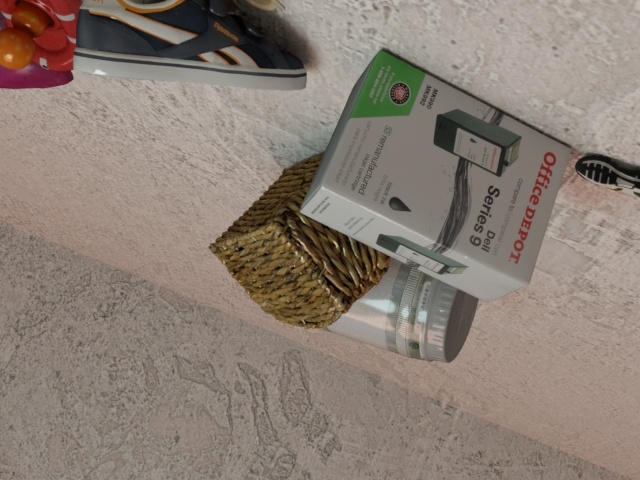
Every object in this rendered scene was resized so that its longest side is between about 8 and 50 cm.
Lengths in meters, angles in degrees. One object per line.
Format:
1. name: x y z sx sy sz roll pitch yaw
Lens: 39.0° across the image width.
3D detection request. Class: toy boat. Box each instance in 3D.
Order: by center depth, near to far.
1. toy boat: -0.418 -0.311 1.297 0.151 0.151 0.231 21 162 9

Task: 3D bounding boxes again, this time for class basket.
1. basket: 0.000 0.000 1.473 0.213 0.223 0.299 50 154 -13

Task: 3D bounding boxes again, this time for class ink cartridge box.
1. ink cartridge box: 0.151 -0.078 1.165 0.289 0.211 0.121 25 161 -8

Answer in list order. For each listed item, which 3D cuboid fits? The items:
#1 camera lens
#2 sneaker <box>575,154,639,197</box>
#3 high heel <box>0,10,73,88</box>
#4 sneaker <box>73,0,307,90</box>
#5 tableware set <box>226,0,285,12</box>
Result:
1. camera lens: 0.133 0.090 1.651 0.274 0.219 0.219 16 161 23
2. sneaker: 0.379 -0.077 1.159 0.109 0.040 0.044 20 164 12
3. high heel: -0.573 -0.281 1.603 0.181 0.127 0.377 42 154 -19
4. sneaker: -0.146 -0.258 1.135 0.321 0.127 0.126 -1 -167 -39
5. tableware set: -0.128 -0.326 1.107 0.169 0.020 0.141 4 154 45
